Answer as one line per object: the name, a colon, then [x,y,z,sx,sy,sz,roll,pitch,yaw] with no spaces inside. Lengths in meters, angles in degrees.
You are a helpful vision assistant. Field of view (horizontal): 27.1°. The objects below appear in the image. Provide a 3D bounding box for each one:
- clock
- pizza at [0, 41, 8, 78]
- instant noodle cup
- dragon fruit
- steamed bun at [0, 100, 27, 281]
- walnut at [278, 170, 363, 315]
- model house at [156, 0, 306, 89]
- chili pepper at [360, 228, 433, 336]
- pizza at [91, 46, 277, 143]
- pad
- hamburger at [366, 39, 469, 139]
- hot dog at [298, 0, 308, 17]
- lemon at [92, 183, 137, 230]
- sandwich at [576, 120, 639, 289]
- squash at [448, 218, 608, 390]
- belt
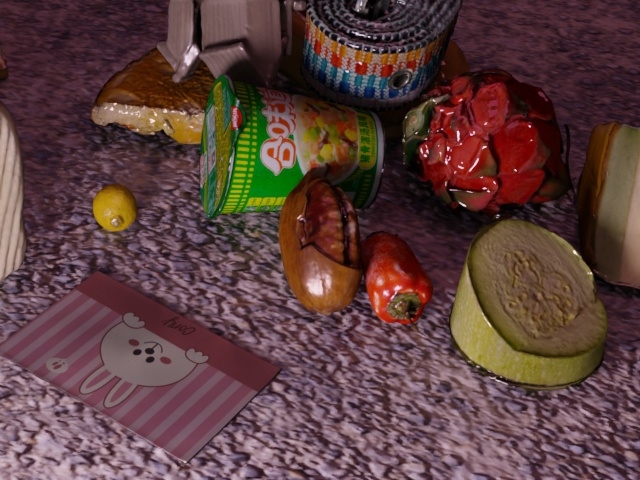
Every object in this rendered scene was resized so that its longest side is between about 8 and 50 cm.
clock: [-0.068,-0.330,2.109,0.202,0.096,0.143,32,14,-23]
pizza: [-0.582,-0.321,2.120,0.204,0.080,0.188,16,62,-5]
instant noodle cup: [-0.037,-0.122,1.880,0.233,0.207,0.207,5,38,-16]
dragon fruit: [0.259,-0.133,1.952,0.293,0.234,0.233,24,29,-32]
steamed bun: [-0.523,-0.059,1.646,0.272,0.290,0.273,18,22,21]
walnut: [0.000,0.000,1.762,0.116,0.116,0.207,-3,64,-13]
model house: [-0.132,-0.305,1.948,0.229,0.188,0.122,4,0,30]
chili pepper: [0.105,0.065,1.747,0.086,0.084,0.192,-8,37,-13]
pizza: [-0.194,-0.226,2.051,0.223,0.089,0.323,25,42,23]
pad: [-0.226,0.148,1.651,0.300,0.005,0.202,27,42,22]
hamburger: [0.139,-0.236,2.091,0.262,0.124,0.131,-24,49,-32]
hot dog: [-0.099,-0.433,2.300,0.259,0.114,0.175,2,38,-9]
lemon: [-0.283,-0.044,1.832,0.062,0.062,0.083,-2,33,-12]
sandwich: [0.458,-0.049,1.932,0.155,0.227,0.198,11,3,1]
squash: [0.282,0.087,1.726,0.220,0.133,0.220,9,41,-8]
belt: [0.099,-0.331,1.976,0.207,0.160,0.295,32,51,21]
